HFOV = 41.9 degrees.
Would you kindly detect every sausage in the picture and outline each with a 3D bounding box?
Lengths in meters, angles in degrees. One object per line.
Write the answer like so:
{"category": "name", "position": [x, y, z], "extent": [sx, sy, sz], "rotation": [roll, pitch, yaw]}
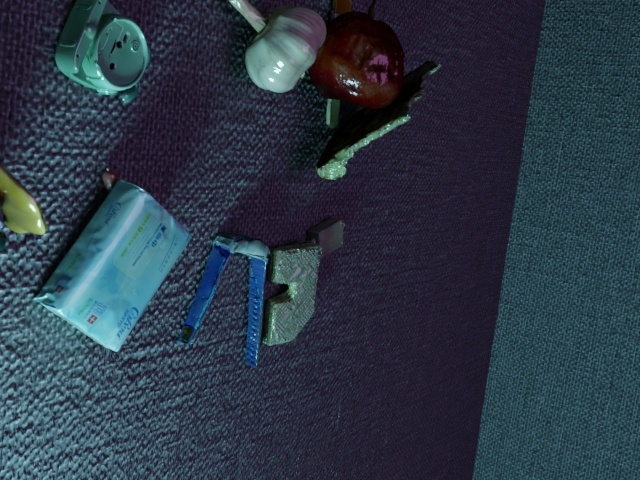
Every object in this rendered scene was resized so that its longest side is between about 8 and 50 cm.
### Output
{"category": "sausage", "position": [-0.368, -0.038, 1.558], "extent": [0.029, 0.029, 0.223], "rotation": [-42, 133, -43]}

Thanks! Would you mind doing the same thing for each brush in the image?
{"category": "brush", "position": [0.040, -0.445, 2.069], "extent": [0.085, 0.020, 0.336], "rotation": [-14, 112, -56]}

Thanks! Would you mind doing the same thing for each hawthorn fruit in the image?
{"category": "hawthorn fruit", "position": [0.089, -0.444, 1.960], "extent": [0.230, 0.210, 0.266], "rotation": [13, 85, -15]}

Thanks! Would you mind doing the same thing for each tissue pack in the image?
{"category": "tissue pack", "position": [-0.363, 0.047, 1.505], "extent": [0.263, 0.089, 0.177], "rotation": [-57, 140, -14]}

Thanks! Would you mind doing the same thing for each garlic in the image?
{"category": "garlic", "position": [-0.115, -0.424, 1.728], "extent": [0.226, 0.199, 0.199], "rotation": [36, 68, -29]}

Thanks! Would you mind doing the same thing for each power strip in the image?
{"category": "power strip", "position": [0.000, 0.000, 2.130], "extent": [0.175, 0.042, 0.075], "rotation": [-29, 124, -48]}

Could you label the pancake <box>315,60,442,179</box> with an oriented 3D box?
{"category": "pancake", "position": [0.148, -0.296, 2.048], "extent": [0.067, 0.305, 0.427], "rotation": [53, 38, -16]}

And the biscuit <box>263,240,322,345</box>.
{"category": "biscuit", "position": [-0.071, 0.128, 2.038], "extent": [0.147, 0.046, 0.250], "rotation": [-6, 108, -44]}

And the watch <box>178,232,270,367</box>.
{"category": "watch", "position": [-0.177, 0.131, 1.875], "extent": [0.276, 0.068, 0.274], "rotation": [32, 73, -57]}

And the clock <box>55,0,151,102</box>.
{"category": "clock", "position": [-0.361, -0.327, 1.446], "extent": [0.188, 0.060, 0.148], "rotation": [30, 74, -57]}

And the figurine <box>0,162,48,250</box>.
{"category": "figurine", "position": [-0.534, 0.021, 1.194], "extent": [0.257, 0.181, 0.208], "rotation": [-46, 165, -30]}
